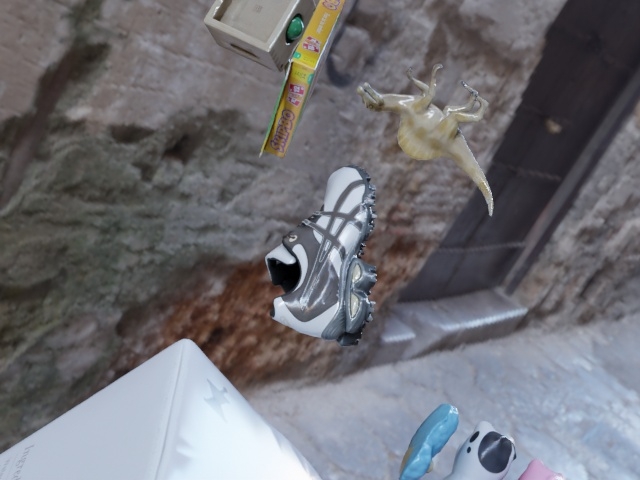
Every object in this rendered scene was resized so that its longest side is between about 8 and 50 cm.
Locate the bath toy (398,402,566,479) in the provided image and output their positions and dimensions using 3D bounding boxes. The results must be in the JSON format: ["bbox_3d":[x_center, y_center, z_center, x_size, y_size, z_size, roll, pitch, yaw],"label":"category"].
[{"bbox_3d":[0.284,0.381,1.371,0.348,0.151,0.129,29,18,3],"label":"bath toy"}]

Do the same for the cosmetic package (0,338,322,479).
[{"bbox_3d":[-0.178,0.366,0.805,0.329,0.393,0.327,51,17,-22],"label":"cosmetic package"}]

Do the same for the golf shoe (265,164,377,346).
[{"bbox_3d":[0.000,0.000,0.856,0.093,0.077,0.198,9,45,-7],"label":"golf shoe"}]

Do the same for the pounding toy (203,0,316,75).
[{"bbox_3d":[-0.071,-0.294,1.346,0.141,0.130,0.100,27,-8,16],"label":"pounding toy"}]

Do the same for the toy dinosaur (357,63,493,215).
[{"bbox_3d":[0.125,-0.114,0.964,0.183,0.093,0.053,39,16,0],"label":"toy dinosaur"}]

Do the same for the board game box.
[{"bbox_3d":[-0.015,-0.205,1.123,0.039,0.124,0.259,22,40,0],"label":"board game box"}]
